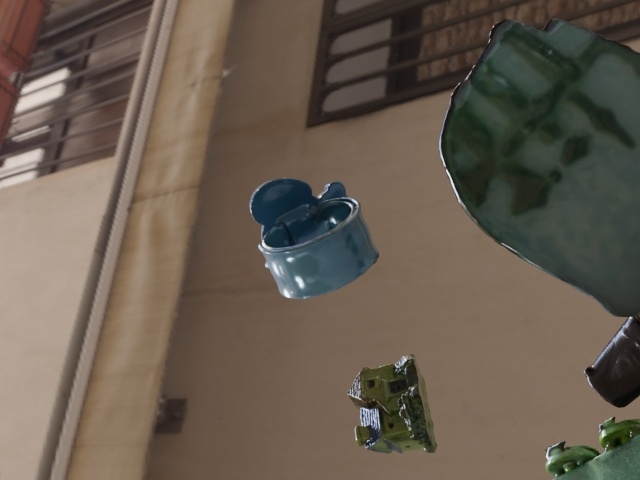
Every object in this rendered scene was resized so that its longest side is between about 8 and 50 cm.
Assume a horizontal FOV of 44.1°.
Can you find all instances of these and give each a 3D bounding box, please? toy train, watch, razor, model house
[{"bbox_3d":[0.476,0.382,1.220,0.188,0.271,0.159,23,-137,-25],"label":"toy train"},{"bbox_3d":[0.000,0.000,1.233,0.211,0.193,0.210,-6,-75,-21],"label":"watch"},{"bbox_3d":[0.480,0.187,1.220,0.054,0.148,0.090,-4,-137,-43],"label":"razor"},{"bbox_3d":[0.167,0.410,1.912,0.195,0.189,0.214,59,-160,-55],"label":"model house"},{"bbox_3d":[0.305,-0.093,0.978,0.251,0.295,0.329,-62,-11,9],"label":"model house"}]
